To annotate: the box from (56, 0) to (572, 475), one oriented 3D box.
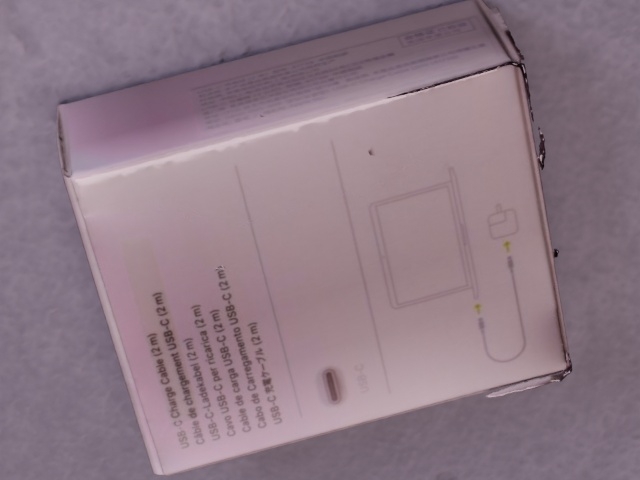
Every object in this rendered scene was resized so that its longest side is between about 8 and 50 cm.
[{"bbox_3d":[0.000,0.000,1.080,0.252,0.106,0.203,-16,122,-2],"label":"box"}]
